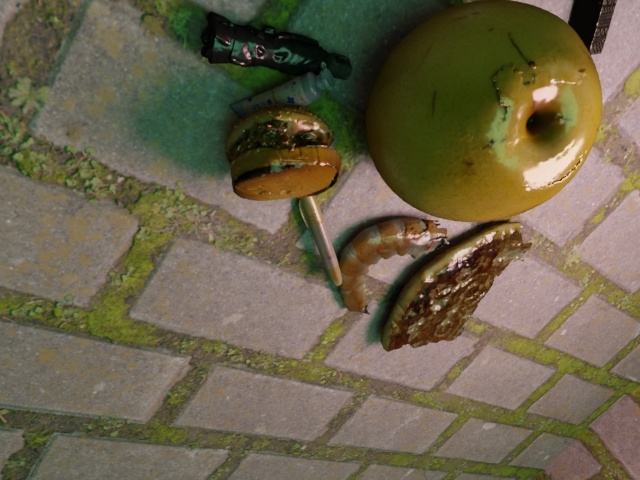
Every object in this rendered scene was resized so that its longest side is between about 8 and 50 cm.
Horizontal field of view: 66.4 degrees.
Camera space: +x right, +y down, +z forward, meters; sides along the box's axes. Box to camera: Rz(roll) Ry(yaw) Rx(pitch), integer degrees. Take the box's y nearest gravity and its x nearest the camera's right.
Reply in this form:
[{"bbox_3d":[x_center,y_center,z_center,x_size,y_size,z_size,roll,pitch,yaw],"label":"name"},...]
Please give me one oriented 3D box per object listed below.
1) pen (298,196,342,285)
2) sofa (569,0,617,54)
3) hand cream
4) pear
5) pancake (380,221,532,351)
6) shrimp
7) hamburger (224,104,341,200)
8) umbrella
[{"bbox_3d":[0.000,0.000,0.969,0.040,0.032,0.233,-10,122,12],"label":"pen"},{"bbox_3d":[0.489,-0.401,0.884,0.039,0.060,0.117,-19,129,-21],"label":"sofa"},{"bbox_3d":[-0.058,-0.219,0.761,0.171,0.043,0.065,-16,135,29],"label":"hand cream"},{"bbox_3d":[0.243,-0.193,0.768,0.349,0.348,0.348,-12,128,-16],"label":"pear"},{"bbox_3d":[0.331,0.112,1.204,0.305,0.067,0.426,15,116,-40],"label":"pancake"},{"bbox_3d":[0.124,0.052,1.052,0.185,0.068,0.287,22,115,-30],"label":"shrimp"},{"bbox_3d":[-0.053,-0.133,0.776,0.191,0.117,0.182,2,168,-32],"label":"hamburger"},{"bbox_3d":[-0.059,-0.279,0.738,0.236,0.059,0.066,3,143,-28],"label":"umbrella"}]
